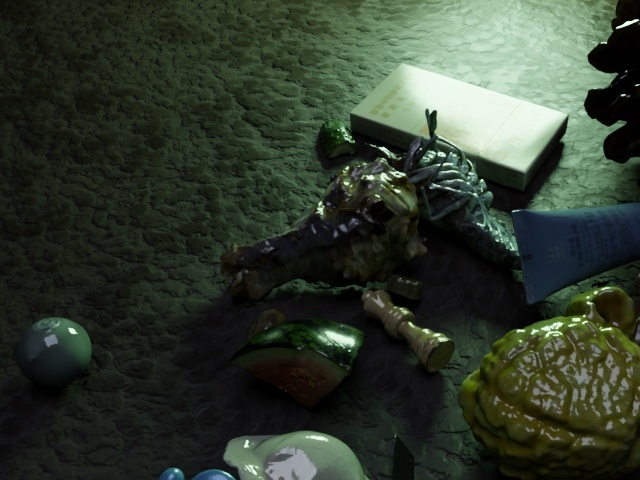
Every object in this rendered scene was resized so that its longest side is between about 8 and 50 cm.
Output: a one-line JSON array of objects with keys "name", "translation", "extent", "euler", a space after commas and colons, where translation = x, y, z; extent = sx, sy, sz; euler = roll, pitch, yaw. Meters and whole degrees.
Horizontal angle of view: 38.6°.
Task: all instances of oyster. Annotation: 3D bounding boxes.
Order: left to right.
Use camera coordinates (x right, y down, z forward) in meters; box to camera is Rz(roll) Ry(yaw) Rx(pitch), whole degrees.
[{"name": "oyster", "translation": [-0.003, -0.008, 1.463], "extent": [0.336, 0.133, 0.198], "euler": [-19, 75, 11]}]

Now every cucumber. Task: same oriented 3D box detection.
[{"name": "cucumber", "translation": [0.029, -0.204, 1.746], "extent": [0.067, 0.035, 0.107], "euler": [-14, 43, -9]}]

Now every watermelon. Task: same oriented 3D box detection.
[{"name": "watermelon", "translation": [-0.033, 0.153, 1.294], "extent": [0.145, 0.193, 0.137], "euler": [32, 91, -3]}]

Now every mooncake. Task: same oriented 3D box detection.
[{"name": "mooncake", "translation": [0.281, 0.083, 1.413], "extent": [0.346, 0.057, 0.150], "euler": [-2, 13, -8]}]

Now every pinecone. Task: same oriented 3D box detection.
[{"name": "pinecone", "translation": [0.629, -0.248, 1.527], "extent": [0.397, 0.398, 0.398], "euler": [-2, 44, 2]}]

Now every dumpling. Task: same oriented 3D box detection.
[{"name": "dumpling", "translation": [-0.010, 0.304, 1.130], "extent": [0.228, 0.124, 0.151], "euler": [16, 5, -9]}]

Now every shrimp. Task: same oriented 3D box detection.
[{"name": "shrimp", "translation": [0.237, -0.076, 1.525], "extent": [0.221, 0.166, 0.410], "euler": [-3, 46, -53]}]

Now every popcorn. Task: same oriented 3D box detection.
[{"name": "popcorn", "translation": [0.338, 0.207, 1.202], "extent": [0.286, 0.174, 0.225], "euler": [-29, 63, -17]}]

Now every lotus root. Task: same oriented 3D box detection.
[{"name": "lotus root", "translation": [-0.083, 0.146, 1.377], "extent": [0.054, 0.049, 0.099], "euler": [12, 52, 12]}]

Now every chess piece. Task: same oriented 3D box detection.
[{"name": "chess piece", "translation": [0.123, 0.128, 1.379], "extent": [0.060, 0.060, 0.172], "euler": [-30, 46, -25]}]

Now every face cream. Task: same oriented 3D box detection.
[{"name": "face cream", "translation": [0.438, -0.004, 1.407], "extent": [0.385, 0.136, 0.086], "euler": [-11, 1, -34]}]

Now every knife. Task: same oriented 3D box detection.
[{"name": "knife", "translation": [0.101, 0.356, 1.135], "extent": [0.019, 0.072, 0.245], "euler": [-19, 40, 21]}]

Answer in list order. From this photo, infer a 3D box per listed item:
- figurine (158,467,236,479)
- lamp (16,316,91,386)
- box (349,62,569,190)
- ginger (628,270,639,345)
[{"name": "figurine", "translation": [-0.179, 0.361, 1.086], "extent": [0.262, 0.154, 0.180], "euler": [19, 55, 12]}, {"name": "lamp", "translation": [-0.389, 0.163, 1.338], "extent": [0.105, 0.105, 0.105], "euler": [-2, 44, 2]}, {"name": "box", "translation": [0.261, -0.223, 1.740], "extent": [0.365, 0.051, 0.204], "euler": [23, 49, 25]}, {"name": "ginger", "translation": [0.528, 0.100, 1.367], "extent": [0.333, 0.080, 0.166], "euler": [-31, 37, -30]}]
